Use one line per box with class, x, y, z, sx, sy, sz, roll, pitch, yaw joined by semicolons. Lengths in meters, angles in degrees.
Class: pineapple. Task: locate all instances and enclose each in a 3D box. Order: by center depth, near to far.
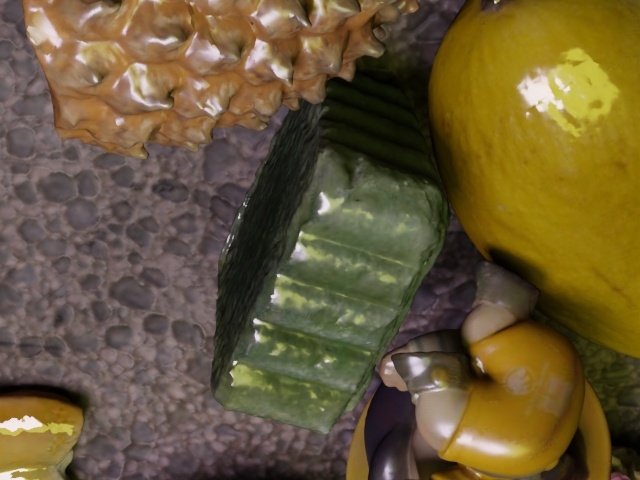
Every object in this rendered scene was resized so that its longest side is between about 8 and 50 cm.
pineapple;0.003;-0.184;0.835;0.357;0.223;0.223;-16;117;-3

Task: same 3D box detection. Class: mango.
mango;0.184;-0.036;0.945;0.195;0.142;0.332;-22;123;13

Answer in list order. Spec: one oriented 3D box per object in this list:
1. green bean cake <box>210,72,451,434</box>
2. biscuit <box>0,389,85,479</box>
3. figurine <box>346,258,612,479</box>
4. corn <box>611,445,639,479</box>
green bean cake;0.000;0.000;0.931;0.094;0.185;0.183;17;116;-16
biscuit;-0.260;0.235;1.119;0.154;0.045;0.299;6;117;-4
figurine;0.107;0.135;0.978;0.167;0.192;0.257;20;160;4
corn;0.154;0.290;1.123;0.126;0.126;0.335;31;112;-17
